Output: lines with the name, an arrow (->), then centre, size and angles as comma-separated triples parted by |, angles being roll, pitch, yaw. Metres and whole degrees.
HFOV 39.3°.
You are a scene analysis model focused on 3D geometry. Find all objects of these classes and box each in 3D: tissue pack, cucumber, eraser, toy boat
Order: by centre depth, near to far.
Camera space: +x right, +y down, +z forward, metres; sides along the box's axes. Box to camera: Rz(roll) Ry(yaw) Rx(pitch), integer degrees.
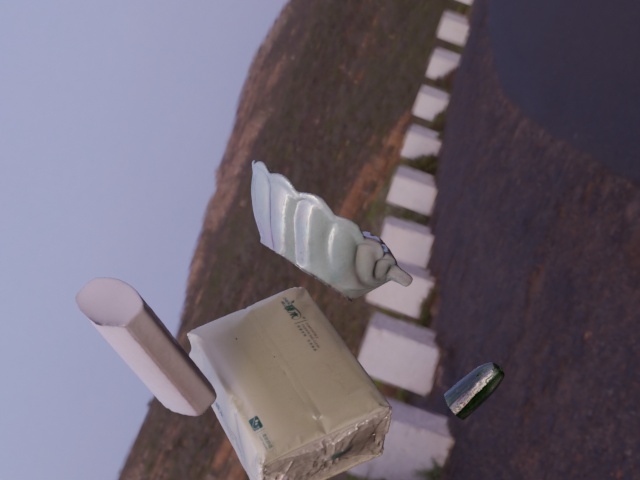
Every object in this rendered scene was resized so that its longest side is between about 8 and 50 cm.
toy boat -> 0.000, 0.000, 1.246 | 0.100, 0.290, 0.199 | -57, 33, -1
cucumber -> 0.226, 0.213, 1.306 | 0.105, 0.048, 0.048 | -48, 6, 23
eraser -> -0.312, 0.194, 1.617 | 0.095, 0.174, 0.270 | -46, -50, -21
tissue pack -> -0.073, 0.311, 1.847 | 0.297, 0.380, 0.207 | -21, -42, -22
